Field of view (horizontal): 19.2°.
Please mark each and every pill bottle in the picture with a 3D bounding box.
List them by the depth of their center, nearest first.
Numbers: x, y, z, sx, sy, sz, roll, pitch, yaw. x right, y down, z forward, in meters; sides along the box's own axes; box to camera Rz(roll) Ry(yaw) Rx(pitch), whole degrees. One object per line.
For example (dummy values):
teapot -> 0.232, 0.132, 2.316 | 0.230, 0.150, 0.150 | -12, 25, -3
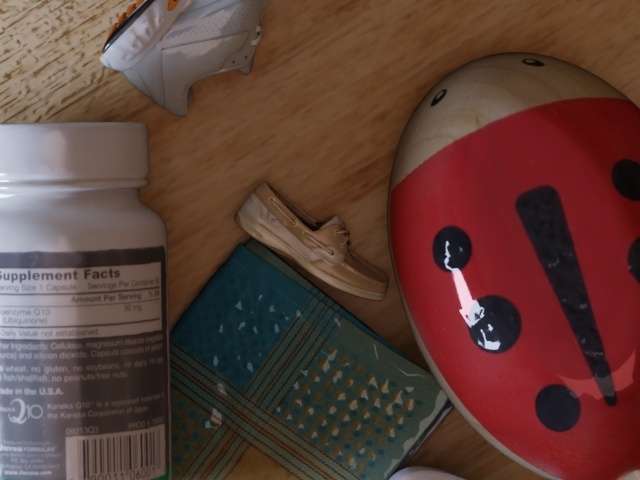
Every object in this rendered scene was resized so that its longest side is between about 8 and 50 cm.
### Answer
pill bottle -> -0.243, 0.070, 1.778 | 0.204, 0.204, 0.361 | -1, 92, -3

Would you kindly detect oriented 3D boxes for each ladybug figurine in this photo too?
ladybug figurine -> 0.223, 0.023, 1.761 | 0.305, 0.162, 0.449 | -24, 77, 3

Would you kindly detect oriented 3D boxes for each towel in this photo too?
towel -> -0.076, 0.215, 1.874 | 0.271, 0.040, 0.370 | 38, 98, 10

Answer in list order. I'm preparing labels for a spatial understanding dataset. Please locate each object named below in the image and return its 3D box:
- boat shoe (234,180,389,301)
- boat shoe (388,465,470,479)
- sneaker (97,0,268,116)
boat shoe -> 0.000, 0.000, 1.859 | 0.170, 0.063, 0.059 | 30, 103, -7
boat shoe -> 0.170, 0.307, 1.884 | 0.301, 0.102, 0.108 | 32, 93, -23
sneaker -> -0.083, -0.229, 1.808 | 0.262, 0.099, 0.121 | -41, 107, 12
